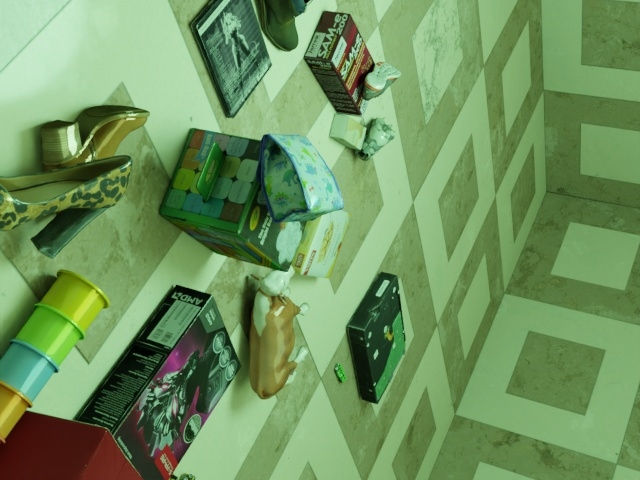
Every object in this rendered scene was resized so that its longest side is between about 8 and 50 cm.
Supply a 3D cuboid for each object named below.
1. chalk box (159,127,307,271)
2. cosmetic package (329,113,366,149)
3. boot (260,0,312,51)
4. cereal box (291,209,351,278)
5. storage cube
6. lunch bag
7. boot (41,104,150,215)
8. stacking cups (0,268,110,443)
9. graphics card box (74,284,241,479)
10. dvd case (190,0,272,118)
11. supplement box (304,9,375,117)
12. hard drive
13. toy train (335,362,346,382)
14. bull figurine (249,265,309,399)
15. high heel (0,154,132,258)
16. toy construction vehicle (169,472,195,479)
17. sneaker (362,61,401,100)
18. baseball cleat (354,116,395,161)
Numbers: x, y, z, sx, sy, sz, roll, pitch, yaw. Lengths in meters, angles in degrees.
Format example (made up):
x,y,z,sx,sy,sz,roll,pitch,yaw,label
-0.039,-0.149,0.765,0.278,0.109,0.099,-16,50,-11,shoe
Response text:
x,y,z,sx,sy,sz,roll,pitch,yaw,label
-0.159,-0.083,1.570,0.289,0.179,0.180,45,63,-60,chalk box
0.067,-0.264,2.098,0.115,0.041,0.060,16,88,-65,cosmetic package
-0.058,-0.446,1.681,0.082,0.106,0.219,-65,152,-23,boot
0.000,0.000,2.027,0.240,0.047,0.172,13,96,-74,cereal box
-0.402,0.384,1.264,0.183,0.215,0.193,73,32,-46,storage cube
-0.042,-0.111,1.480,0.129,0.096,0.151,-8,80,-62,lunch bag
-0.338,-0.120,1.311,0.197,0.073,0.152,-27,125,-43,boot
-0.438,0.190,1.250,0.316,0.096,0.096,-57,148,-26,stacking cups
-0.294,0.292,1.567,0.371,0.094,0.232,-58,148,-36,graphics card box
-0.162,-0.363,1.612,0.164,0.018,0.221,-59,150,-30,dvd case
0.054,-0.400,1.972,0.239,0.073,0.130,48,59,-59,supplement box
0.172,0.290,2.550,0.237,0.064,0.338,-55,146,-37,hard drive
0.055,0.371,2.405,0.023,0.017,0.083,-51,146,-24,toy train
-0.097,0.193,1.912,0.188,0.101,0.310,-10,111,-64,bull figurine
-0.371,-0.091,1.151,0.186,0.093,0.261,-45,152,-2,high heel
-0.298,0.511,1.740,0.086,0.035,0.098,70,42,-66,toy construction vehicle
0.135,-0.371,2.022,0.158,0.061,0.064,-40,164,-51,sneaker
0.135,-0.261,2.225,0.109,0.072,0.206,-44,179,16,baseball cleat
